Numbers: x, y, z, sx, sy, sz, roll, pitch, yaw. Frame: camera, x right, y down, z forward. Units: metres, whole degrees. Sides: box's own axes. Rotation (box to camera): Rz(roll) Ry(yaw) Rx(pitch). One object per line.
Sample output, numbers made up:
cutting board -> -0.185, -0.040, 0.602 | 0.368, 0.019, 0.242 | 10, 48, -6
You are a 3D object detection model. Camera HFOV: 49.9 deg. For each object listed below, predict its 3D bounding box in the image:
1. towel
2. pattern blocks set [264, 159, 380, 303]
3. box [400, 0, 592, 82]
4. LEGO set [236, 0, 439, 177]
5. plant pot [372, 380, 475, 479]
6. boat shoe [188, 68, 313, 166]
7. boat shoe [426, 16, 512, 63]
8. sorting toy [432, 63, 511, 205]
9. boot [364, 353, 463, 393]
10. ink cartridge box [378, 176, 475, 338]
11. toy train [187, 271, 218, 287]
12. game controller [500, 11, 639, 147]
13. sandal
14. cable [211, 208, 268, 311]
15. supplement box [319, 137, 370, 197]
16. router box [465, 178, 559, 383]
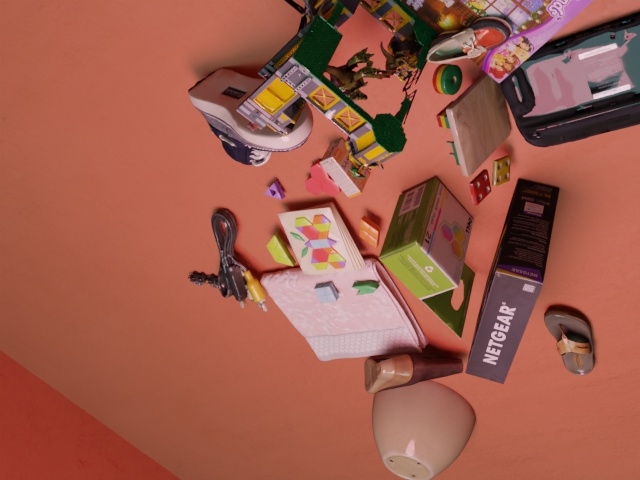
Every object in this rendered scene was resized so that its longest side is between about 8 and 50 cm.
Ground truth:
towel -> 0.057, 0.178, 1.684 | 0.331, 0.053, 0.317 | -10, 128, 34
pattern blocks set -> 0.000, 0.000, 1.496 | 0.285, 0.026, 0.325 | -22, 112, 38
box -> 0.255, -0.360, 0.926 | 0.201, 0.057, 0.293 | 38, 156, -4
LEGO set -> 0.025, -0.248, 1.056 | 0.255, 0.331, 0.192 | 29, 150, -24
plant pot -> 0.257, 0.527, 1.846 | 0.284, 0.191, 0.284 | 15, 138, 14
boat shoe -> -0.103, -0.199, 1.244 | 0.340, 0.127, 0.158 | 37, 162, 47
boat shoe -> 0.213, -0.286, 0.994 | 0.137, 0.043, 0.049 | 4, 139, 50
sorting toy -> 0.253, -0.191, 1.140 | 0.046, 0.132, 0.274 | 19, 144, 44
boot -> 0.224, 0.333, 1.714 | 0.206, 0.090, 0.248 | 1, 164, -10
ink cartridge box -> 0.246, 0.036, 1.331 | 0.097, 0.189, 0.255 | -26, 120, 41
toy train -> -0.275, 0.108, 1.800 | 0.158, 0.027, 0.036 | 7, 147, 20
game controller -> 0.439, -0.245, 1.044 | 0.319, 0.067, 0.166 | -12, 113, 35
sandal -> 0.540, 0.231, 1.485 | 0.090, 0.060, 0.219 | -3, 132, 29
cable -> -0.212, 0.047, 1.681 | 0.139, 0.072, 0.287 | 12, 123, 44
supplement box -> 0.049, -0.141, 1.340 | 0.036, 0.062, 0.098 | -18, 124, 40
router box -> 0.354, 0.080, 1.281 | 0.081, 0.243, 0.309 | 15, 139, 13
